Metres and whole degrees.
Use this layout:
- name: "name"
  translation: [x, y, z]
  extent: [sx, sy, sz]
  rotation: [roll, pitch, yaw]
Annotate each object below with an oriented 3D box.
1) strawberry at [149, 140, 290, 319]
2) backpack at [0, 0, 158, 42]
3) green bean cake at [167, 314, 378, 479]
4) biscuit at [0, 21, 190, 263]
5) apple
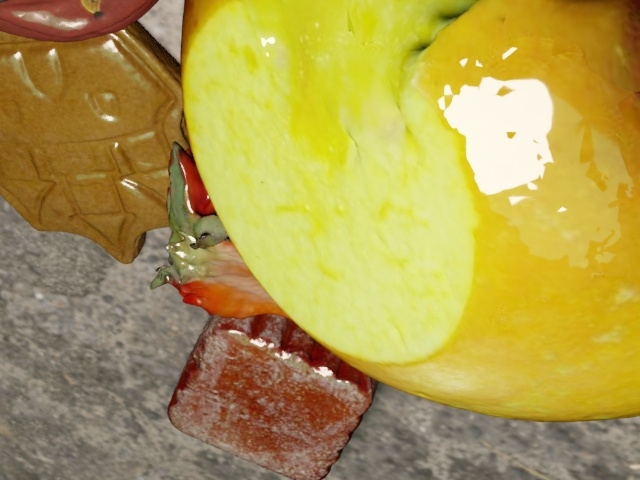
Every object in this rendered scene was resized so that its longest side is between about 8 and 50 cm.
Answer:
- name: "strawberry"
  translation: [0.008, -0.004, 1.312]
  extent: [0.228, 0.098, 0.174]
  rotation: [12, 158, -2]
- name: "backpack"
  translation: [-0.172, -0.215, 1.164]
  extent: [0.229, 0.139, 0.229]
  rotation: [3, 115, 7]
- name: "green bean cake"
  translation: [-0.035, 0.109, 1.471]
  extent: [0.135, 0.056, 0.136]
  rotation: [23, 134, -6]
- name: "biscuit"
  translation: [-0.163, -0.064, 1.365]
  extent: [0.182, 0.034, 0.215]
  rotation: [-3, 131, 19]
- name: "apple"
  translation: [0.121, -0.085, 1.015]
  extent: [0.374, 0.374, 0.384]
  rotation: [-24, 129, 33]
